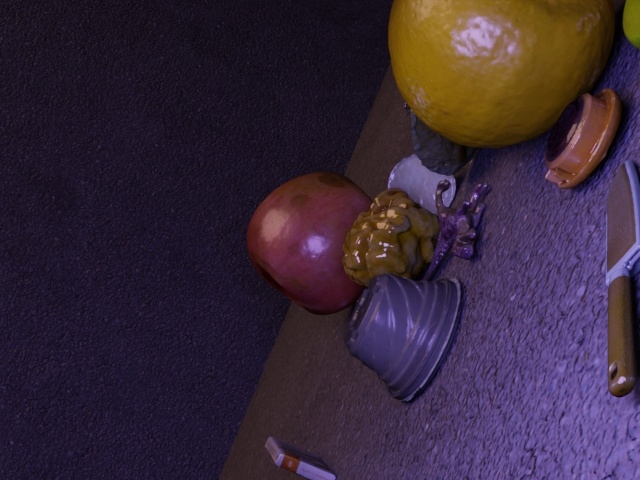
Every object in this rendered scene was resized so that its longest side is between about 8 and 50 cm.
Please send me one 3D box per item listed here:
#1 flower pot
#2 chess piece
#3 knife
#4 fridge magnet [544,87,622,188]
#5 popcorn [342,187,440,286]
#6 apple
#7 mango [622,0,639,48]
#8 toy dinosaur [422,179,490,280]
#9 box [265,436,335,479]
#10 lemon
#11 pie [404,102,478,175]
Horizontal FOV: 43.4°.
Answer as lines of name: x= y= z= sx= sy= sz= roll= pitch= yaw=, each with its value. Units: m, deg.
flower pot: x=0.129 y=0.144 z=1.365 sx=0.236 sy=0.140 sz=0.235 roll=-62 pitch=5 yaw=9
chess piece: x=0.214 y=-0.120 z=1.787 sx=0.144 sy=0.144 sz=0.251 roll=-64 pitch=0 yaw=4
knife: x=0.316 y=0.020 z=0.824 sx=0.343 sy=0.027 sz=0.061 roll=-67 pitch=3 yaw=-48
fridge magnet: x=0.342 y=-0.135 z=1.054 sx=0.143 sy=0.063 sz=0.143 roll=-157 pitch=90 yaw=-86
popcorn: x=0.132 y=-0.003 z=1.598 sx=0.226 sy=0.200 sz=0.203 roll=-5 pitch=-76 yaw=-54
apple: x=0.000 y=0.000 z=2.053 sx=0.364 sy=0.363 sz=0.364 roll=-63 pitch=7 yaw=13
mango: x=0.422 y=-0.314 z=0.969 sx=0.117 sy=0.089 sz=0.163 roll=-90 pitch=21 yaw=-44
toy dinosaur: x=0.231 y=-0.010 z=1.464 sx=0.251 sy=0.072 sz=0.200 roll=-32 pitch=40 yaw=63
box: x=-0.046 y=0.451 z=1.652 sx=0.220 sy=0.122 sz=0.032 roll=153 pitch=141 yaw=-80
lemon: x=0.262 y=-0.303 z=1.204 sx=0.348 sy=0.348 sz=0.348 roll=-63 pitch=7 yaw=13
pie: x=0.270 y=-0.276 z=1.550 sx=0.306 sy=0.071 sz=0.306 roll=-25 pitch=-53 yaw=-39
